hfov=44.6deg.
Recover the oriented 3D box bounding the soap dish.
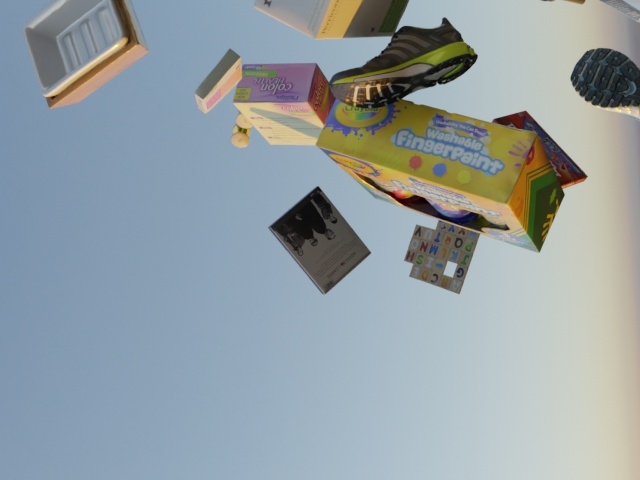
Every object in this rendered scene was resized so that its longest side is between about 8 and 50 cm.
[{"bbox_3d":[-0.546,-0.471,1.826,0.118,0.291,0.228,8,-123,-62],"label":"soap dish"}]

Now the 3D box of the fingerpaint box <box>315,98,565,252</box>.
[{"bbox_3d":[0.269,-0.150,1.711,0.371,0.445,0.163,33,-101,-61],"label":"fingerpaint box"}]

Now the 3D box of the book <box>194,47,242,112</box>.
[{"bbox_3d":[-0.177,-0.271,1.349,0.096,0.035,0.144,-51,5,-5],"label":"book"}]

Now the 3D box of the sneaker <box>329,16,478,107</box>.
[{"bbox_3d":[0.156,-0.357,1.569,0.111,0.300,0.121,94,157,-67],"label":"sneaker"}]

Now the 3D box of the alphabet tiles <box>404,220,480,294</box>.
[{"bbox_3d":[0.345,0.032,2.270,0.009,0.237,0.198,18,-89,-42],"label":"alphabet tiles"}]

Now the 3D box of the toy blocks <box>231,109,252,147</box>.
[{"bbox_3d":[-0.218,-0.359,2.264,0.148,0.054,0.123,-87,14,-48],"label":"toy blocks"}]

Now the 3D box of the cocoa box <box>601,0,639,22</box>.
[{"bbox_3d":[0.869,-0.650,1.856,0.231,0.228,0.347,-64,9,6],"label":"cocoa box"}]

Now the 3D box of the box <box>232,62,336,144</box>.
[{"bbox_3d":[-0.076,-0.356,2.068,0.243,0.214,0.117,43,-125,-61],"label":"box"}]

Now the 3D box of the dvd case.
[{"bbox_3d":[0.000,0.000,2.108,0.238,0.179,0.029,52,166,-10],"label":"dvd case"}]

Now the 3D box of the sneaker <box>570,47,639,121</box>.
[{"bbox_3d":[0.350,-0.156,0.861,0.073,0.162,0.063,13,-68,-56],"label":"sneaker"}]

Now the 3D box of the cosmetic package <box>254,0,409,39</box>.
[{"bbox_3d":[0.050,-0.513,1.529,0.366,0.155,0.196,-30,-31,-58],"label":"cosmetic package"}]

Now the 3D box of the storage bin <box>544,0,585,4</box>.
[{"bbox_3d":[0.436,-0.490,1.445,0.091,0.135,0.098,6,-66,-29],"label":"storage bin"}]

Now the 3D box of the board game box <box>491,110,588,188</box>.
[{"bbox_3d":[0.628,-0.261,2.250,0.145,0.281,0.027,-19,-29,-32],"label":"board game box"}]
